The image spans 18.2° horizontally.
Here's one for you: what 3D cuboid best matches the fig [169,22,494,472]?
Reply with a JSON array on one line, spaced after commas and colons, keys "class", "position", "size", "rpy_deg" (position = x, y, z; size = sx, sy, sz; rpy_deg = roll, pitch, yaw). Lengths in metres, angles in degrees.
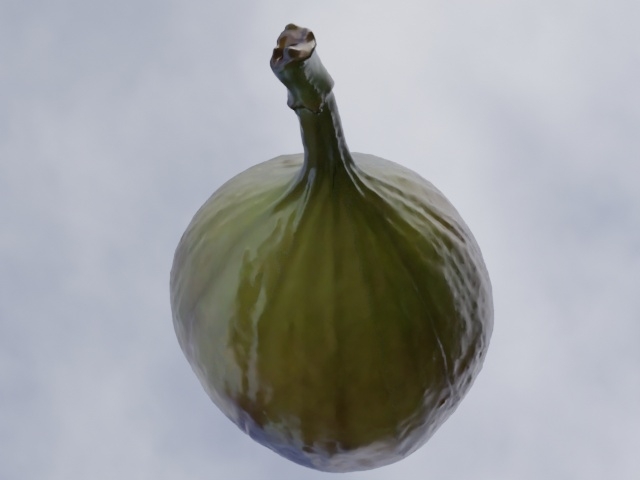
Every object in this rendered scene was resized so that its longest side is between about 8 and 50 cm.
[{"class": "fig", "position": [-0.012, 0.010, 0.899], "size": [0.143, 0.160, 0.231], "rpy_deg": [-32, -33, 10]}]
